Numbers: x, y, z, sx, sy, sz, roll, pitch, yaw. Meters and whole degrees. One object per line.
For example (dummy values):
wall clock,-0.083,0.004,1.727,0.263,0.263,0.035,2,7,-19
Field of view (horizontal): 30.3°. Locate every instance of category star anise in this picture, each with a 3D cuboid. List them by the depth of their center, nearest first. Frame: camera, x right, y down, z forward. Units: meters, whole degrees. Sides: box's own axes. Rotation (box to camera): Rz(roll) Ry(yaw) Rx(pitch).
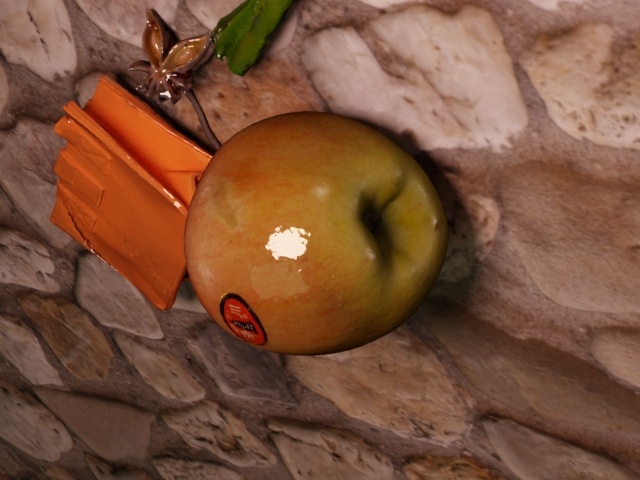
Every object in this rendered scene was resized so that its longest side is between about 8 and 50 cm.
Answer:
star anise,-0.172,-0.222,1.764,0.148,0.218,0.227,-17,166,18

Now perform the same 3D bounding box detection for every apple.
apple,0.000,0.000,1.582,0.305,0.338,0.338,1,131,37

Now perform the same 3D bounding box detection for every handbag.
handbag,-0.303,-0.067,1.951,0.303,0.116,0.410,40,151,5

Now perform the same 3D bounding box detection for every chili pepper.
chili pepper,-0.042,-0.313,1.501,0.359,0.076,0.085,-29,83,54
